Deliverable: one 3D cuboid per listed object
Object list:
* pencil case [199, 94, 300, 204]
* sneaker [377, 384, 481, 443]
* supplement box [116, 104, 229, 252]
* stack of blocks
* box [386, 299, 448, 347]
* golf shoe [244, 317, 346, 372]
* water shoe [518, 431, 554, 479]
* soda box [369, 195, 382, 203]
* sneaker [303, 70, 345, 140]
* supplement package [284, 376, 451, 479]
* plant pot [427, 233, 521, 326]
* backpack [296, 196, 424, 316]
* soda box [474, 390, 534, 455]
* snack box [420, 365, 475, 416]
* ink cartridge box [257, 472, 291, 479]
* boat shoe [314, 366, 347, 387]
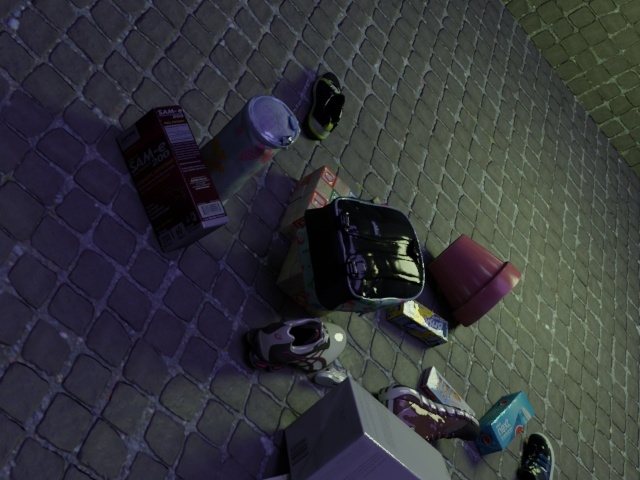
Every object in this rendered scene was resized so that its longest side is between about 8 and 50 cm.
[{"bbox_3d":[-0.159,-0.164,1.615,0.124,0.273,0.113,-15,74,-49],"label":"pencil case"},{"bbox_3d":[0.232,0.437,1.862,0.281,0.106,0.163,26,56,-24],"label":"sneaker"},{"bbox_3d":[-0.275,-0.114,1.566,0.073,0.130,0.239,-17,82,-51],"label":"supplement box"},{"bbox_3d":[0.000,0.000,1.845,0.171,0.087,0.297,43,43,-24],"label":"stack of blocks"},{"bbox_3d":[0.234,0.193,2.026,0.169,0.054,0.059,34,47,-33],"label":"box"},{"bbox_3d":[-0.021,0.204,1.683,0.273,0.120,0.105,0,68,-50],"label":"golf shoe"},{"bbox_3d":[0.545,0.577,2.143,0.080,0.073,0.203,29,49,-32],"label":"water shoe"},{"bbox_3d":[0.154,-0.012,2.050,0.181,0.058,0.061,56,39,-10],"label":"soda box"},{"bbox_3d":[0.031,-0.334,2.062,0.084,0.097,0.235,38,45,-29],"label":"sneaker"},{"bbox_3d":[0.098,0.436,1.595,0.293,0.175,0.177,43,14,-23],"label":"supplement package"},{"bbox_3d":[0.379,0.090,2.154,0.180,0.201,0.201,48,39,5],"label":"plant pot"},{"bbox_3d":[0.085,0.037,1.694,0.253,0.191,0.225,2,71,-40],"label":"backpack"},{"bbox_3d":[0.458,0.455,2.119,0.210,0.067,0.071,-25,88,-51],"label":"soda box"},{"bbox_3d":[0.307,0.384,2.025,0.178,0.022,0.064,48,42,-18],"label":"snack box"},{"bbox_3d":[-0.122,0.505,1.450,0.235,0.056,0.171,5,66,-49],"label":"ink cartridge box"},{"bbox_3d":[0.022,0.281,1.754,0.100,0.035,0.035,21,46,-43],"label":"boat shoe"}]
